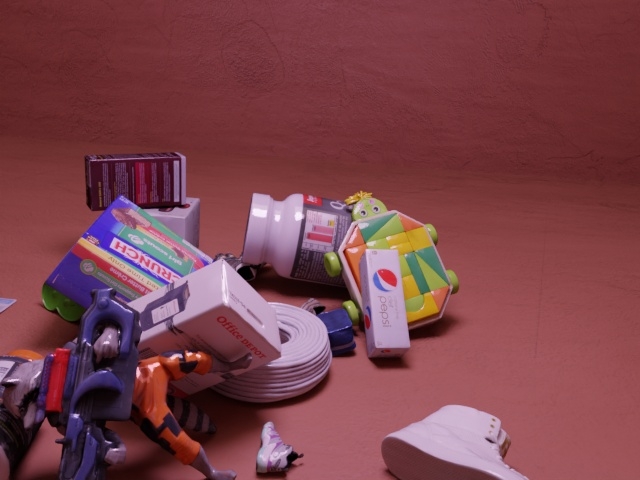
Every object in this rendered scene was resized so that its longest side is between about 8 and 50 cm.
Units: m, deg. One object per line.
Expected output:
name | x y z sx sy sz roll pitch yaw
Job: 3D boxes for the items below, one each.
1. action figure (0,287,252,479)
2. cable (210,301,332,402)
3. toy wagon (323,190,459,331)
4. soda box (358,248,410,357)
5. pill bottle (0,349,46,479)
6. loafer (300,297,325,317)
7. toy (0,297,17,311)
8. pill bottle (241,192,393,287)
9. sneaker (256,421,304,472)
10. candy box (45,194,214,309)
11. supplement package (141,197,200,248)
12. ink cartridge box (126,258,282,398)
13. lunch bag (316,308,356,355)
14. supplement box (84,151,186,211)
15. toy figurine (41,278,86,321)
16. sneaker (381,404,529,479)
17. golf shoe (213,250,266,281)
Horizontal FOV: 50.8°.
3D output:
action figure | -0.277 0.259 0.932 0.330 0.341 0.178 20 -23 -21
cable | -0.105 0.204 1.266 0.257 0.089 0.257 -3 20 -20
toy wagon | 0.144 0.036 1.503 0.267 0.345 0.068 -16 -18 -17
soda box | 0.128 0.128 1.379 0.073 0.069 0.216 1 64 -11
pill bottle | -0.472 0.253 0.980 0.130 0.131 0.246 3 19 -4
loafer | -0.021 0.160 1.491 0.039 0.045 0.125 16 18 12
toy | -0.744 0.138 1.374 0.136 0.056 0.237 7 19 3
pill bottle | 0.000 0.000 1.641 0.362 0.210 0.210 10 18 -8
sneaker | -0.059 0.319 1.029 0.069 0.038 0.098 6 28 0
candy box | -0.376 0.062 1.403 0.268 0.122 0.317 36 16 -14
supplement package | -0.431 -0.025 1.776 0.194 0.149 0.203 4 18 -2
ink cartridge box | -0.206 0.154 1.092 0.237 0.172 0.100 -25 45 15
lunch bag | 0.032 0.189 1.382 0.067 0.065 0.098 -14 22 -5
supplement box | -0.465 -0.151 1.701 0.239 0.130 0.073 -6 19 -29
toy figurine | -0.495 0.109 1.483 0.173 0.130 0.159 -12 -8 35
sneaker | 0.251 0.323 0.970 0.169 0.108 0.292 -17 27 -41
golf shoe | -0.180 0.069 1.703 0.198 0.077 0.094 -17 45 -43
